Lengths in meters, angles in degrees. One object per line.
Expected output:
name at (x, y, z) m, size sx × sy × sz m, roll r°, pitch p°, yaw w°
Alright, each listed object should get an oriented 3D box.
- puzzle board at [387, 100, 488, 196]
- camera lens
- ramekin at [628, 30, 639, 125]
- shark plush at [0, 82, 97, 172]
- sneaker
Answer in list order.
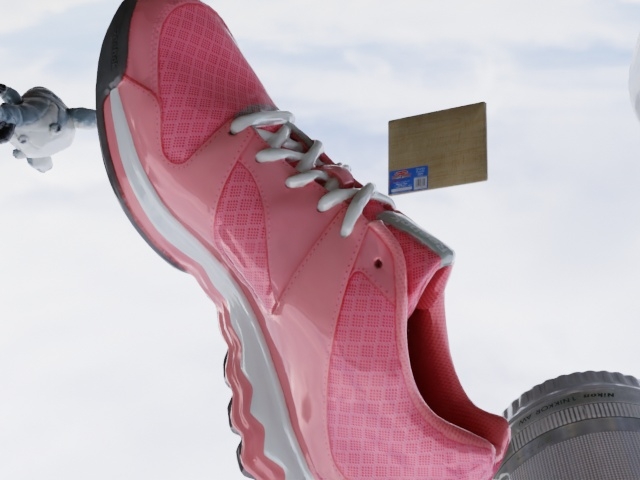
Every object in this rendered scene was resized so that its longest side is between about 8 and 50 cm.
puzzle board at (0.137, -0.105, 1.263) m, size 0.128 × 0.097 × 0.011 m, roll -8°, pitch 162°, yaw 32°
camera lens at (0.256, 0.272, 0.940) m, size 0.219 × 0.220 × 0.274 m, roll -4°, pitch -151°, yaw 4°
ramekin at (0.403, -0.154, 0.931) m, size 0.277 × 0.135 × 0.277 m, roll 3°, pitch -126°, yaw -4°
shark plush at (-0.239, -0.094, 0.846) m, size 0.073 × 0.067 × 0.161 m, roll -37°, pitch 178°, yaw 21°
sneaker at (0.000, 0.000, 0.554) m, size 0.136 × 0.314 × 0.116 m, roll -25°, pitch 179°, yaw 32°
